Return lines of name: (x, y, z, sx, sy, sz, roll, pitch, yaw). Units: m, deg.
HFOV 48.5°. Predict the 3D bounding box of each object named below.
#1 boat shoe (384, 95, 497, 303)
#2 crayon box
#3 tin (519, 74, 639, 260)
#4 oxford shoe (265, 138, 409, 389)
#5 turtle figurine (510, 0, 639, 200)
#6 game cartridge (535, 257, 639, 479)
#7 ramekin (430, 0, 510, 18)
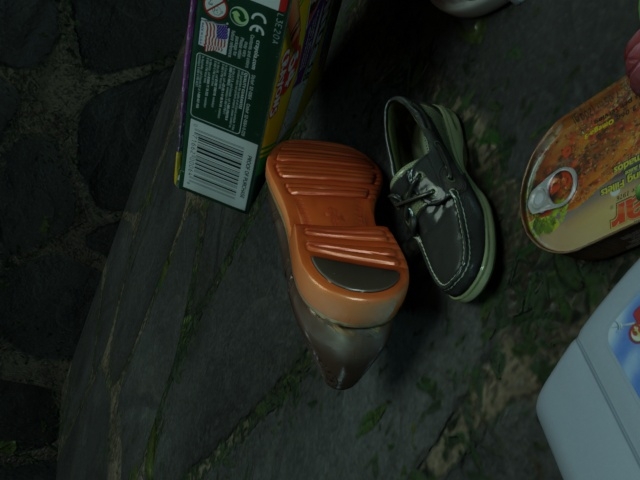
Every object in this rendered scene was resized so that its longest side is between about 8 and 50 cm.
boat shoe: (0.094, -0.045, 0.634, 0.080, 0.073, 0.224, -51, 32, 42)
crayon box: (-0.046, -0.267, 0.818, 0.363, 0.106, 0.313, 109, -176, -46)
tin: (0.204, -0.052, 0.449, 0.189, 0.040, 0.106, -36, 40, 54)
oxford shoe: (0.000, 0.000, 0.758, 0.364, 0.130, 0.133, -96, 13, -57)
turtle figurine: (0.134, -0.165, 0.325, 0.198, 0.274, 0.266, -28, 58, 31)
game cartridge: (0.222, 0.061, 0.318, 0.297, 0.062, 0.198, -57, 33, 34)
ramekin: (0.142, -0.361, 0.667, 0.273, 0.127, 0.273, -45, 37, 48)
